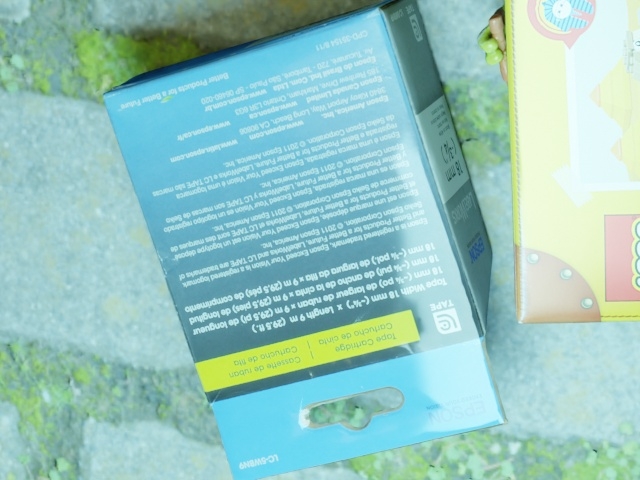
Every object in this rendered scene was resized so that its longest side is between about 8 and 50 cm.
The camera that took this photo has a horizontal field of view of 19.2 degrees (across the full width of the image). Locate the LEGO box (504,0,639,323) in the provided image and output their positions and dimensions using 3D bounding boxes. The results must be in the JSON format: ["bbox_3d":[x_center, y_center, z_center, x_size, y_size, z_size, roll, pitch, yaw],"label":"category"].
[{"bbox_3d":[0.306,-0.209,1.243,0.372,0.193,0.500,-1,115,8],"label":"LEGO box"}]

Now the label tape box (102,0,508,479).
[{"bbox_3d":[0.000,0.000,1.501,0.241,0.106,0.333,-14,99,19],"label":"label tape box"}]

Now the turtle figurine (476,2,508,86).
[{"bbox_3d":[0.184,-0.250,1.397,0.217,0.087,0.269,39,114,-12],"label":"turtle figurine"}]
